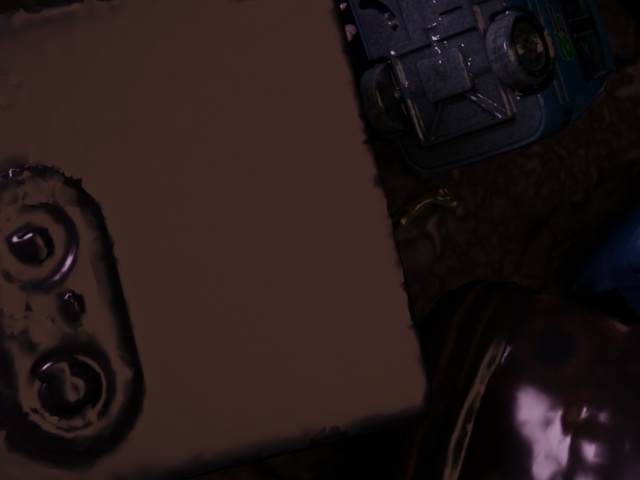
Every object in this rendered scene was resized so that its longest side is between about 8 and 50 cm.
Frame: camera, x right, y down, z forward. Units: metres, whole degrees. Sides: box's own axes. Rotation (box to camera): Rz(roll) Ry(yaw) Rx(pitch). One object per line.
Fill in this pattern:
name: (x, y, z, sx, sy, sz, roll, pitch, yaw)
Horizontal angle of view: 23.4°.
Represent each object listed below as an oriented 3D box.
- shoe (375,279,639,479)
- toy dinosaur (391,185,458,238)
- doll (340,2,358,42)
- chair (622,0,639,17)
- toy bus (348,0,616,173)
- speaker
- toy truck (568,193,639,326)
shoe: (0.133, 0.223, 0.812, 0.237, 0.171, 0.383, 13, 86, 25)
toy dinosaur: (0.006, 0.014, 0.910, 0.180, 0.037, 0.058, -14, 78, -27)
doll: (-0.008, -0.152, 0.913, 0.085, 0.040, 0.058, 41, 41, -31)
chair: (0.351, -0.173, 0.950, 0.416, 0.241, 0.203, 41, 70, -13)
toy bus: (0.079, -0.172, 0.901, 0.134, 0.114, 0.246, -23, 94, -49)
speaker: (-0.090, -0.012, 0.777, 0.232, 0.184, 0.253, -12, 90, -11)
toy truck: (0.321, 0.108, 0.956, 0.161, 0.162, 0.385, -45, 100, -19)
